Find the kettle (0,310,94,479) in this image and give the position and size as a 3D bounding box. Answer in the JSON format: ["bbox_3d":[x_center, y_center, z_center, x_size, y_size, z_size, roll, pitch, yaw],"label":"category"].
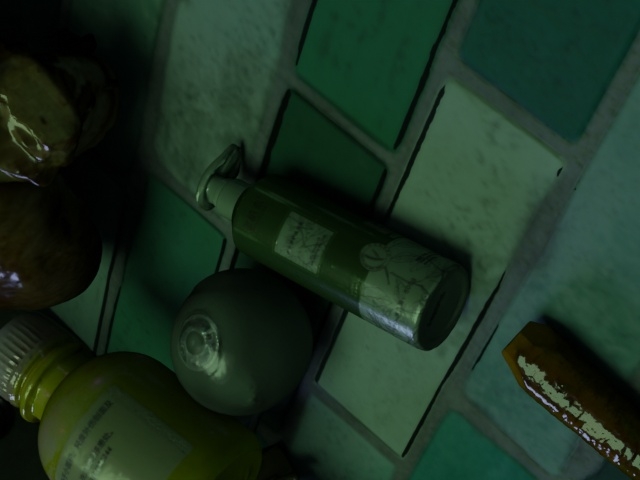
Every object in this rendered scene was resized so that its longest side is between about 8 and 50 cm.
[{"bbox_3d":[-0.401,0.227,1.249,0.361,0.250,0.377,38,134,9],"label":"kettle"}]

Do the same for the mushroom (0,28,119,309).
[{"bbox_3d":[-0.263,-0.067,0.979,0.263,0.195,0.283,58,142,4],"label":"mushroom"}]

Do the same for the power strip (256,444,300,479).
[{"bbox_3d":[-0.106,0.229,1.138,0.305,0.064,0.044,-30,89,52],"label":"power strip"}]

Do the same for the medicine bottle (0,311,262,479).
[{"bbox_3d":[-0.159,0.139,0.986,0.212,0.122,0.122,34,137,19],"label":"medicine bottle"}]

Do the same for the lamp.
[{"bbox_3d":[-0.057,0.072,0.940,0.105,0.105,0.105,26,134,31],"label":"lamp"}]

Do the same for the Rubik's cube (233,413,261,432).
[{"bbox_3d":[-0.100,0.150,1.067,0.084,0.073,0.075,25,133,29],"label":"Rubik's cube"}]

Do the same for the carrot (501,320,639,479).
[{"bbox_3d":[0.181,0.113,0.781,0.170,0.042,0.042,40,139,13],"label":"carrot"}]

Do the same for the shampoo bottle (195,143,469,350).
[{"bbox_3d":[0.000,0.000,0.866,0.204,0.065,0.065,28,134,30],"label":"shampoo bottle"}]
